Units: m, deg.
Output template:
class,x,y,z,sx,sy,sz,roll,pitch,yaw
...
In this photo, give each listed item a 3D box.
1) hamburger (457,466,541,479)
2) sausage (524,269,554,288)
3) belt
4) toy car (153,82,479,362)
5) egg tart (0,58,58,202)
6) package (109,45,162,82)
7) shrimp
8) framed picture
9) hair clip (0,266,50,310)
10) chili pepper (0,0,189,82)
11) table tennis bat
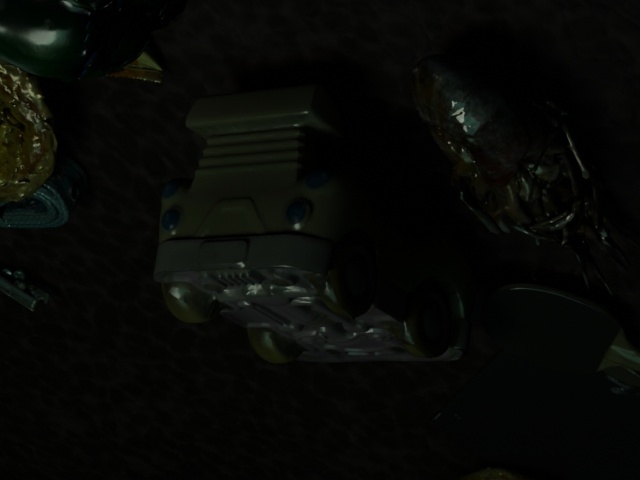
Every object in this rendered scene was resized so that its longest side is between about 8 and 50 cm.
class,x,y,z,sx,sy,sz,roll,pitch,yaw
hamburger,0.205,0.410,2.140,0.192,0.167,0.288,14,146,17
sausage,0.221,0.069,1.840,0.026,0.026,0.116,29,144,-4
belt,-0.416,-0.058,2.030,0.302,0.072,0.087,-3,139,31
toy car,0.000,0.000,1.768,0.242,0.226,0.336,-4,160,33
egg tart,-0.397,-0.150,1.889,0.252,0.098,0.231,1,128,24
package,-0.228,-0.217,1.755,0.108,0.031,0.120,7,140,24
shrimp,0.212,-0.059,1.618,0.343,0.116,0.145,43,164,-26
framed picture,0.296,0.211,1.981,0.244,0.013,0.324,29,143,-5
hair clip,-0.433,0.046,2.188,0.173,0.049,0.049,25,144,10
chili pepper,-0.238,-0.291,1.525,0.257,0.233,0.248,36,127,1
table tennis bat,0.294,0.112,1.825,0.247,0.022,0.138,19,144,2
